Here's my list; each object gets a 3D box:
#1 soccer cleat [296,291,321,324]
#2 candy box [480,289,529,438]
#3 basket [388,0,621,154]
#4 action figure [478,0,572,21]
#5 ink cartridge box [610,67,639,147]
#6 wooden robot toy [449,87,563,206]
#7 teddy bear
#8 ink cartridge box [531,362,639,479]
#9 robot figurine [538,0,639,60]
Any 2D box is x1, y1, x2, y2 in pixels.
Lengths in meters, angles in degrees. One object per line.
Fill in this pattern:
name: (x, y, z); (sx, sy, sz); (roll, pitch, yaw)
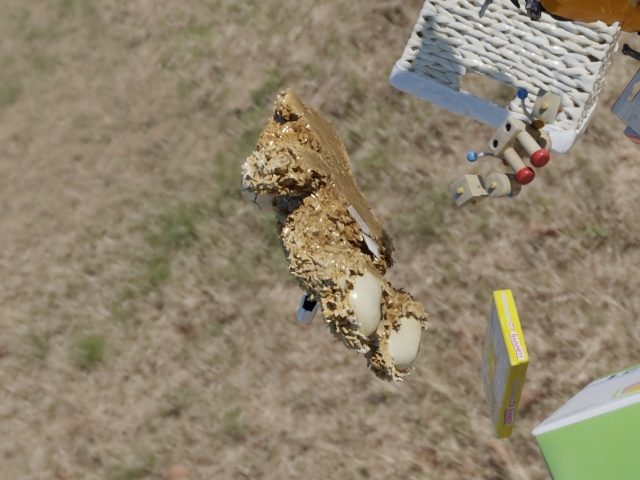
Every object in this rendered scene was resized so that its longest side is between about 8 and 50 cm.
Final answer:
soccer cleat: (-0.008, 0.070, 1.479); (0.035, 0.029, 0.083); (107, -172, -54)
candy box: (0.231, 0.160, 1.464); (0.027, 0.206, 0.105); (-9, 56, -4)
basket: (0.339, -0.351, 1.969); (0.331, 0.328, 0.266); (-44, -25, -61)
action figure: (0.287, -0.288, 1.127); (0.276, 0.141, 0.164); (-3, 19, 22)
ink cartridge box: (0.299, -0.105, 1.002); (0.063, 0.115, 0.029); (-55, 23, 0)
wooden robot toy: (0.222, -0.092, 1.249); (0.173, 0.079, 0.076); (-53, 53, 32)
teddy bear: (0.000, 0.000, 1.192); (0.113, 0.245, 0.338); (-35, 68, 15)
ink cartridge box: (0.221, 0.128, 0.684); (0.189, 0.255, 0.097); (-26, 84, 33)
robot figurine: (0.262, -0.218, 0.863); (0.211, 0.291, 0.085); (118, 168, -67)
